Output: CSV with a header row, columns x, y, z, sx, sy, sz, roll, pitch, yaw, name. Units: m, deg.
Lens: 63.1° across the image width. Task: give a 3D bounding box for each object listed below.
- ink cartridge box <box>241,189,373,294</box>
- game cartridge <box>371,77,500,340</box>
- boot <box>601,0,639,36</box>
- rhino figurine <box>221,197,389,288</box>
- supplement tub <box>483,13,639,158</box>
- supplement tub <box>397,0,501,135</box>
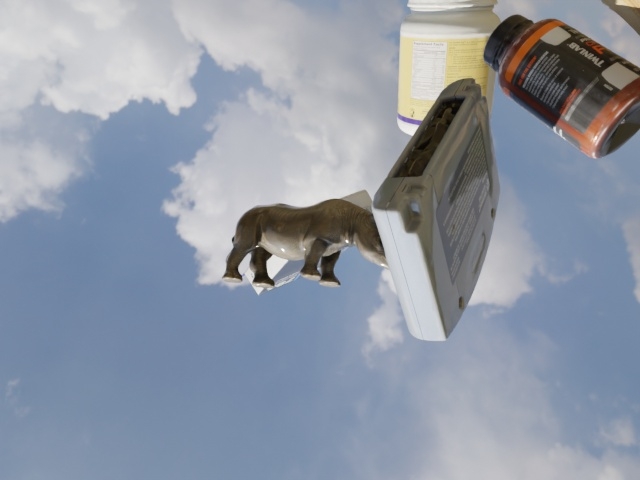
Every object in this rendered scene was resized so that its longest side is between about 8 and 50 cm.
x,y,z,sx,sy,sz,roll,pitch,yaw,name
-0.034,0.021,0.942,0.165,0.333,0.065,-22,-99,-24,ink cartridge box
0.150,-0.039,0.609,0.297,0.062,0.198,-54,-41,-43,game cartridge
0.422,-0.256,0.505,0.248,0.207,0.090,20,-103,-19,boot
0.000,0.000,0.640,0.073,0.243,0.106,46,-136,-67,rhino figurine
0.290,-0.195,0.628,0.106,0.106,0.198,-11,-130,-41,supplement tub
0.314,-0.437,1.291,0.241,0.331,0.241,-1,-154,1,supplement tub
